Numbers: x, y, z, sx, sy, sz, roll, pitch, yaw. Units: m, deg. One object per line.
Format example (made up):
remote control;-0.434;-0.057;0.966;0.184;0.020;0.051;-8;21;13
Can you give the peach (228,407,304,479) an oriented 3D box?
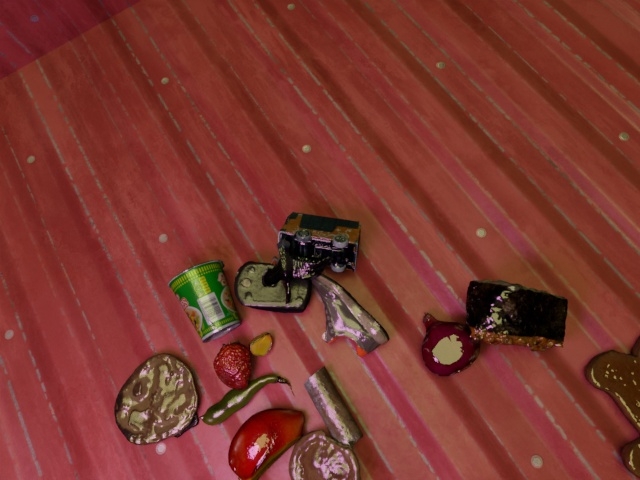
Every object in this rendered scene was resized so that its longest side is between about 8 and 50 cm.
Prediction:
peach;-0.174;0.616;1.374;0.267;0.154;0.159;-40;71;-7

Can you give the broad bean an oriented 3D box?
broad bean;-0.253;0.527;1.465;0.317;0.056;0.098;-20;70;-3

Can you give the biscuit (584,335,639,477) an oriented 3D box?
biscuit;1.015;0.502;1.329;0.367;0.076;0.395;-23;68;-2

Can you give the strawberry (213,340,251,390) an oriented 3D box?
strawberry;-0.293;0.419;1.465;0.131;0.131;0.148;-11;49;2

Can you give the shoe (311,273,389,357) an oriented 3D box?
shoe;0.062;0.263;1.492;0.336;0.132;0.171;44;90;14

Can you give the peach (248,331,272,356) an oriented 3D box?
peach;-0.207;0.353;1.520;0.077;0.050;0.084;18;83;-12

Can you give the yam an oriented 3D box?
yam;0.041;0.541;1.411;0.093;0.093;0.259;-31;71;-5

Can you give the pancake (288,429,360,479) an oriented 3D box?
pancake;0.009;0.694;1.329;0.236;0.042;0.222;41;93;27

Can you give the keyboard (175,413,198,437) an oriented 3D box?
keyboard;-0.511;0.533;1.511;0.106;0.016;0.263;-32;71;-5

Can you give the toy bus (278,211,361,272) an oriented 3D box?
toy bus;0.000;0.000;1.550;0.274;0.139;0.167;8;37;8

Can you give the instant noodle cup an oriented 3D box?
instant noodle cup;-0.382;0.214;1.520;0.206;0.207;0.233;-28;77;-3

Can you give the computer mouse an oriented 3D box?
computer mouse;-0.165;0.166;1.552;0.268;0.100;0.170;5;73;1

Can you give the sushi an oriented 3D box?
sushi;0.601;0.233;1.385;0.348;0.234;0.208;12;84;-19

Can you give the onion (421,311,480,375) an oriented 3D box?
onion;0.403;0.320;1.429;0.195;0.140;0.218;-31;67;2

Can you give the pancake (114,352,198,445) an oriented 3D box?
pancake;-0.548;0.537;1.479;0.293;0.049;0.295;-2;68;4

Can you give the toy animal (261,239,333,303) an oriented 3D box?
toy animal;-0.102;0.108;1.461;0.272;0.197;0.160;-7;41;-28
